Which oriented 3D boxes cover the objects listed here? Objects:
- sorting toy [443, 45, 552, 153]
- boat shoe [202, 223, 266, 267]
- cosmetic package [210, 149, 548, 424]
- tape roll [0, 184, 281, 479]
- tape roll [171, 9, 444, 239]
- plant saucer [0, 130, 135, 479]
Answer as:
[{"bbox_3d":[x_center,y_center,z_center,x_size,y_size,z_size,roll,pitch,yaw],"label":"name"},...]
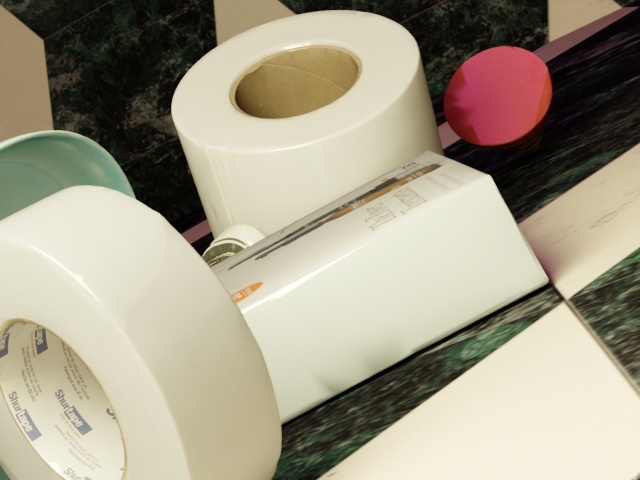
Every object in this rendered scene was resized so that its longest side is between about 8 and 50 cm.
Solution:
[{"bbox_3d":[0.098,-0.106,1.876,0.365,0.127,0.126,-12,-29,21],"label":"sorting toy"},{"bbox_3d":[-0.105,0.063,1.599,0.070,0.078,0.219,-43,-5,-38],"label":"boat shoe"},{"bbox_3d":[0.005,0.040,1.337,0.284,0.097,0.377,-30,6,0],"label":"cosmetic package"},{"bbox_3d":[-0.125,0.080,0.971,0.072,0.219,0.219,-33,8,-37],"label":"tape roll"},{"bbox_3d":[-0.006,-0.089,1.631,0.246,0.169,0.246,-11,36,8],"label":"tape roll"},{"bbox_3d":[-0.219,0.078,1.101,0.043,0.317,0.317,16,28,24],"label":"plant saucer"}]
